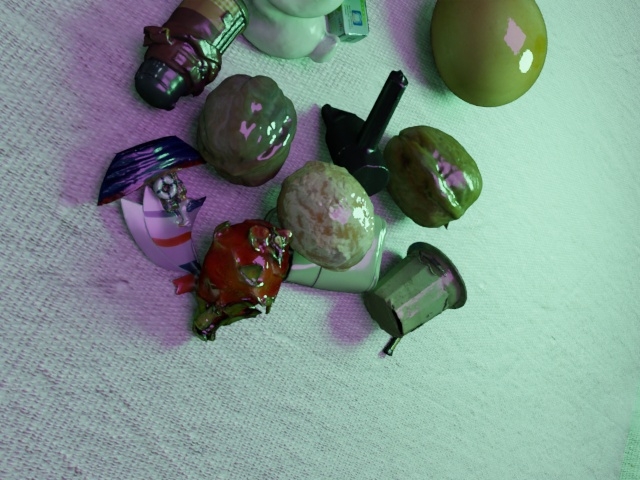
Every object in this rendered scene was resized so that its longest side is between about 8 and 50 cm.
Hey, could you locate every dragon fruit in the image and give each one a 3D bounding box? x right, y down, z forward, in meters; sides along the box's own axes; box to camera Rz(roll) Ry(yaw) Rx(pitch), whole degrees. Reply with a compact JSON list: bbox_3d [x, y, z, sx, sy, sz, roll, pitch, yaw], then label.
[{"bbox_3d":[-0.158,0.083,1.045,0.198,0.200,0.269,29,73,-28],"label":"dragon fruit"}]

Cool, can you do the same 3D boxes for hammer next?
[{"bbox_3d":[0.233,0.235,1.446,0.201,0.021,0.078,-48,116,-28],"label":"hammer"}]

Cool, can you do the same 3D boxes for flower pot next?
[{"bbox_3d":[0.237,0.143,1.348,0.202,0.212,0.212,-36,110,-24],"label":"flower pot"}]

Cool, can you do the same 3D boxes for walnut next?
[{"bbox_3d":[0.283,-0.171,1.366,0.283,0.227,0.283,45,22,-24],"label":"walnut"},{"bbox_3d":[-0.151,-0.221,1.059,0.224,0.224,0.224,1,89,-37],"label":"walnut"}]

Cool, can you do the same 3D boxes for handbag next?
[{"bbox_3d":[0.000,0.000,1.258,0.315,0.109,0.241,15,79,-22],"label":"handbag"}]

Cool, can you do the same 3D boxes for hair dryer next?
[{"bbox_3d":[0.106,-0.282,1.178,0.116,0.302,0.244,-1,54,-26],"label":"hair dryer"}]

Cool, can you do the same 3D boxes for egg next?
[{"bbox_3d":[0.463,-0.560,1.456,0.301,0.301,0.374,-25,102,-34],"label":"egg"},{"bbox_3d":[0.013,-0.050,1.110,0.203,0.203,0.245,-36,102,-31],"label":"egg"}]

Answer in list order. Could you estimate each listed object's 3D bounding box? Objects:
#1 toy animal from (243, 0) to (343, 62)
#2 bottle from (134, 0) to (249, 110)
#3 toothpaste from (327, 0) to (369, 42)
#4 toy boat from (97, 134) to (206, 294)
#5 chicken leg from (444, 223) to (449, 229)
[{"bbox_3d":[-0.009,-0.513,1.076,0.241,0.367,0.196,33,67,-20],"label":"toy animal"},{"bbox_3d":[-0.258,-0.378,1.015,0.156,0.143,0.271,41,68,-29],"label":"bottle"},{"bbox_3d":[0.053,-0.671,1.299,0.081,0.067,0.336,-11,96,-35],"label":"toothpaste"},{"bbox_3d":[-0.322,-0.048,1.022,0.219,0.072,0.318,-1,99,-39],"label":"toy boat"},{"bbox_3d":[0.365,-0.153,1.527,0.105,0.063,0.234,15,82,-31],"label":"chicken leg"}]
